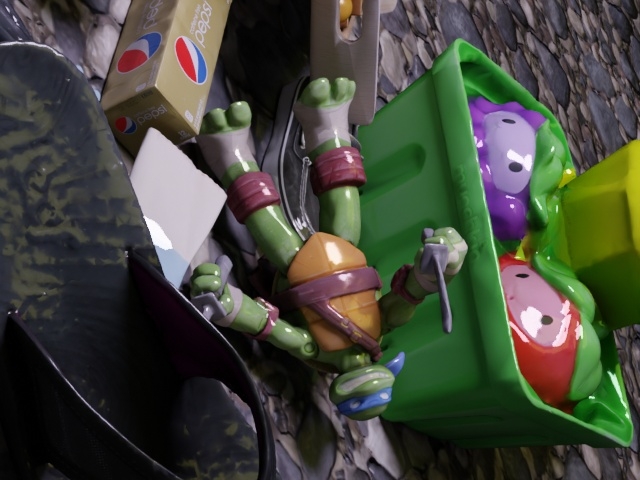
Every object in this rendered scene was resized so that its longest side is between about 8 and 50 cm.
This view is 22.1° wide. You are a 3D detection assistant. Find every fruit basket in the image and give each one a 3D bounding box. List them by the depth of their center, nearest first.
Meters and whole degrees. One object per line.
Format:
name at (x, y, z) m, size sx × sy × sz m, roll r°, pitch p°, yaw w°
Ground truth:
fruit basket at (0.235, 0.001, 1.530) m, size 0.283 × 0.392 × 0.392 m, roll 28°, pitch 47°, yaw -53°

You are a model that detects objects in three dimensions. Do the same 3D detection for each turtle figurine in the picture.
turtle figurine at (0.000, 0.000, 1.282) m, size 0.275 × 0.198 × 0.266 m, roll 15°, pitch 53°, yaw -62°

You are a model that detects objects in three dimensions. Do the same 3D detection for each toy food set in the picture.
toy food set at (0.049, -0.262, 1.475) m, size 0.306 × 0.092 × 0.219 m, roll -74°, pitch 166°, yaw -63°

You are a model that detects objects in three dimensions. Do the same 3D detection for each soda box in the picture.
soda box at (-0.122, -0.149, 1.311) m, size 0.058 × 0.061 × 0.181 m, roll 48°, pitch 33°, yaw -33°

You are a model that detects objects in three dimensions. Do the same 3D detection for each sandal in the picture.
sandal at (-0.121, 0.088, 1.025) m, size 0.167 × 0.107 × 0.445 m, roll -37°, pitch 111°, yaw -34°

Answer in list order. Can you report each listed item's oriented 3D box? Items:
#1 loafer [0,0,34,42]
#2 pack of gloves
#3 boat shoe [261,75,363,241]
loafer at (-0.226, -0.135, 1.085) m, size 0.223 × 0.076 × 0.078 m, roll 54°, pitch 24°, yaw -9°
pack of gloves at (-0.179, -0.021, 1.152) m, size 0.195 × 0.046 × 0.232 m, roll 42°, pitch 36°, yaw -15°
boat shoe at (-0.002, -0.075, 1.469) m, size 0.078 × 0.070 × 0.219 m, roll 46°, pitch 35°, yaw -38°
